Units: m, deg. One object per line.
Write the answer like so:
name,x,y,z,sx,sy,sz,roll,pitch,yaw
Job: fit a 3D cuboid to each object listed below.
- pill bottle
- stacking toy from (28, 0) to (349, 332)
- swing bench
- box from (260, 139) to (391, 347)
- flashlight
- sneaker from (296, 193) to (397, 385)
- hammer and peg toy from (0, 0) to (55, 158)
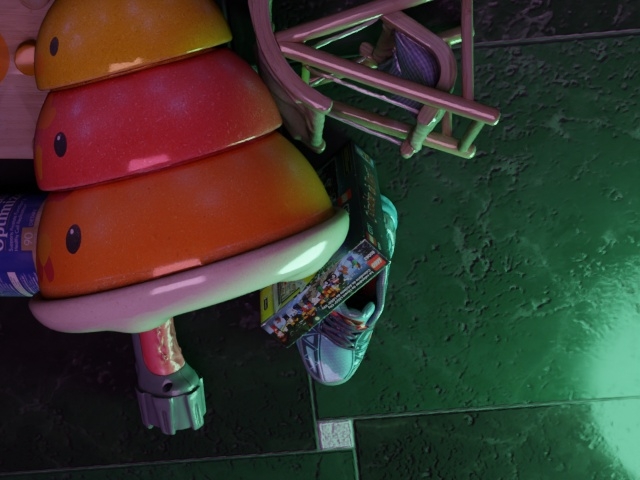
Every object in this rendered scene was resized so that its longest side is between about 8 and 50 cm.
pill bottle,-0.376,0.006,1.935,0.219,0.123,0.123,-1,119,22
stacking toy,-0.192,-0.165,1.723,0.350,0.350,0.480,-15,96,9
swing bench,0.051,-0.184,1.754,0.254,0.253,0.165,0,84,0
box,0.000,0.000,1.882,0.159,0.233,0.044,-40,115,19
flashlight,-0.193,0.094,2.010,0.103,0.103,0.304,-7,116,1
sneaker,0.024,0.074,1.981,0.104,0.125,0.262,10,117,-3
hammer and peg toy,-0.445,-0.206,1.845,0.361,0.127,0.266,0,118,3
